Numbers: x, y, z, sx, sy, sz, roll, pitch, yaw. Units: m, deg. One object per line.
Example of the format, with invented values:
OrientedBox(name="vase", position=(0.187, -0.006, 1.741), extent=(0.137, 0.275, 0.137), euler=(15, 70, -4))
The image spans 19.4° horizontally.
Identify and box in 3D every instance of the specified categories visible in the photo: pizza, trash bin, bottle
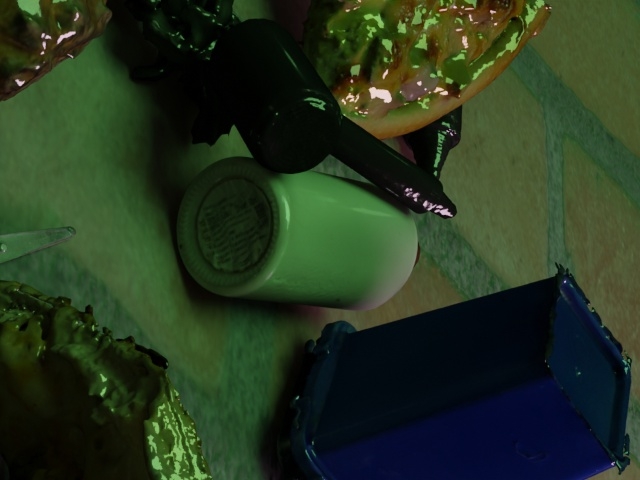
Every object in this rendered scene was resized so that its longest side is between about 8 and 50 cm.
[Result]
OrientedBox(name="pizza", position=(-0.129, 0.138, 1.057), extent=(0.071, 0.189, 0.297), euler=(-11, 71, -33))
OrientedBox(name="trash bin", position=(0.099, 0.134, 1.369), extent=(0.162, 0.234, 0.184), euler=(53, 31, -25))
OrientedBox(name="bottle", position=(0.000, 0.000, 1.435), extent=(0.245, 0.104, 0.104), euler=(10, 62, -57))
OrientedBox(name="pizza", position=(0.091, -0.211, 1.628), extent=(0.323, 0.089, 0.223), euler=(-29, 118, -39))

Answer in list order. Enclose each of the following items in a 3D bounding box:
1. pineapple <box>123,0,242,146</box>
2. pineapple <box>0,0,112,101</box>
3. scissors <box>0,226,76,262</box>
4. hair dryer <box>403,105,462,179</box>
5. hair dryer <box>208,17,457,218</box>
OrientedBox(name="pineapple", position=(-0.106, -0.183, 1.394), extent=(0.119, 0.111, 0.237), euler=(-38, 116, -27))
OrientedBox(name="pineapple", position=(-0.271, -0.244, 1.100), extent=(0.361, 0.175, 0.175), euler=(58, 30, -10))
OrientedBox(name="scissors", position=(-0.207, 0.007, 1.177), extent=(0.189, 0.015, 0.100), euler=(-16, 87, -62))
OrientedBox(name="hair dryer", position=(0.102, -0.206, 1.769), extent=(0.189, 0.107, 0.352), euler=(35, 47, -40))
OrientedBox(name="hair dryer", position=(0.024, -0.062, 1.388), extent=(0.248, 0.070, 0.114), euler=(35, 15, -38))
